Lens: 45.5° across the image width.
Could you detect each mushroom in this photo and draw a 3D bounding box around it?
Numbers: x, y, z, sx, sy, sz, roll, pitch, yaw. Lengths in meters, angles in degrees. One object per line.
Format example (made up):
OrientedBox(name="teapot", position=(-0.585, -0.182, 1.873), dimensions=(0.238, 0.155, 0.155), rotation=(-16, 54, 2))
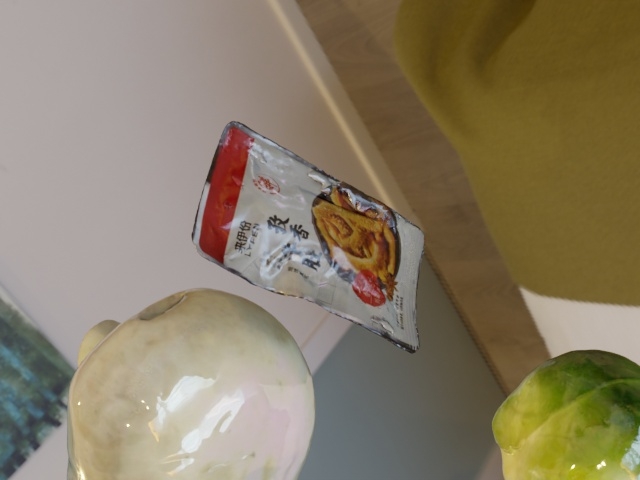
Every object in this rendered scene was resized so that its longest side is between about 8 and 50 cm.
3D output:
OrientedBox(name="mushroom", position=(-0.193, 0.239, 0.978), dimensions=(0.353, 0.325, 0.353), rotation=(10, 140, 9))

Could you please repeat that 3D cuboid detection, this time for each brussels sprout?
OrientedBox(name="brussels sprout", position=(0.225, 0.168, 0.636), dimensions=(0.118, 0.155, 0.155), rotation=(8, 153, -20))

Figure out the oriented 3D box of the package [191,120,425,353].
OrientedBox(name="package", position=(0.000, 0.000, 0.703), dimensions=(0.239, 0.154, 0.030), rotation=(26, 139, -19))
